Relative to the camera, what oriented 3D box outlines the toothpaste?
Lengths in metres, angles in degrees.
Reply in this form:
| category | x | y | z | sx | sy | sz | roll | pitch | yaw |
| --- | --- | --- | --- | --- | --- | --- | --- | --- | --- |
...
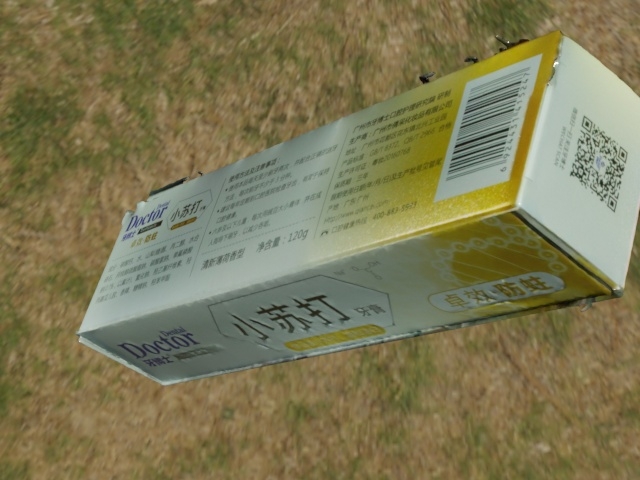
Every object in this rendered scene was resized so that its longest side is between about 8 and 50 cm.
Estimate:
| category | x | y | z | sx | sy | sz | roll | pitch | yaw |
| --- | --- | --- | --- | --- | --- | --- | --- | --- | --- |
| toothpaste | 0.000 | 0.000 | 0.590 | 0.071 | 0.089 | 0.313 | 33 | 150 | -30 |
